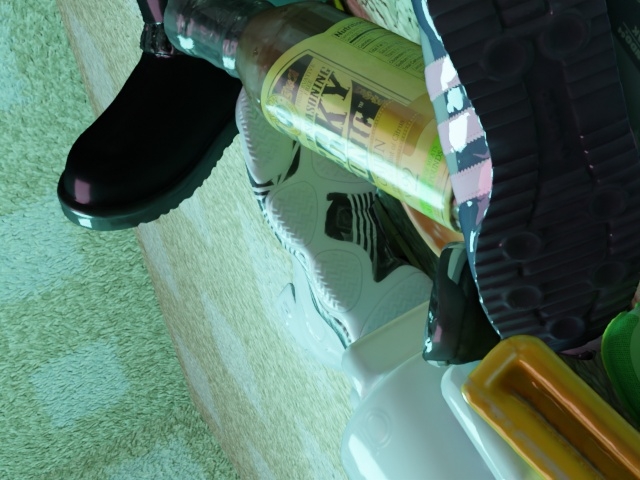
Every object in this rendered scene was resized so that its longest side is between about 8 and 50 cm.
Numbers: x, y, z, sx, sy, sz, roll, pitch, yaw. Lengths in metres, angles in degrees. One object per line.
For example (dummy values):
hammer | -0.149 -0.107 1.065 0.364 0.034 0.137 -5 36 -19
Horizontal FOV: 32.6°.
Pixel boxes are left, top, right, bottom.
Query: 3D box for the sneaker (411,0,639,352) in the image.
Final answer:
sneaker | 0.120 -0.079 0.642 0.131 0.112 0.319 -97 -6 -54

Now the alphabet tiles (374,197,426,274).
alphabet tiles | 0.043 0.010 1.312 0.343 0.011 0.285 59 162 21

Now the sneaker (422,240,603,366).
sneaker | 0.152 0.050 0.790 0.228 0.132 0.086 -17 -63 -74

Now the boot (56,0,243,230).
boot | -0.163 -0.202 1.100 0.131 0.348 0.260 21 144 28

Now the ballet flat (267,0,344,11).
ballet flat | -0.006 -0.202 1.058 0.231 0.077 0.077 59 179 14

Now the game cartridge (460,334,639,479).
game cartridge | 0.217 0.174 0.630 0.285 0.053 0.323 45 -174 17

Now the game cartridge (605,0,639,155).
game cartridge | 0.171 -0.164 0.584 0.297 0.062 0.198 61 168 14

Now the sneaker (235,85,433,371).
sneaker | 0.000 0.000 1.161 0.366 0.137 0.210 62 161 -2

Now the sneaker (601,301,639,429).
sneaker | 0.269 0.123 0.558 0.295 0.109 0.123 46 179 29

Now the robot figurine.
robot figurine | 0.152 0.217 0.925 0.353 0.199 0.300 54 170 35

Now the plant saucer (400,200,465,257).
plant saucer | 0.112 -0.062 0.943 0.200 0.037 0.200 57 163 28

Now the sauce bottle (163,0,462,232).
sauce bottle | 0.021 -0.114 0.838 0.344 0.111 0.111 31 147 29
